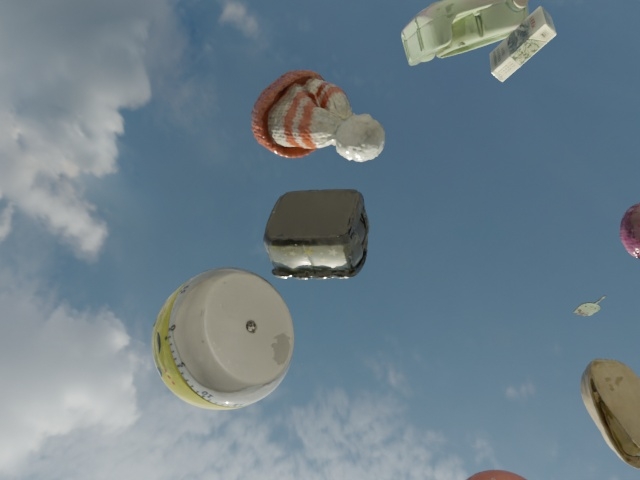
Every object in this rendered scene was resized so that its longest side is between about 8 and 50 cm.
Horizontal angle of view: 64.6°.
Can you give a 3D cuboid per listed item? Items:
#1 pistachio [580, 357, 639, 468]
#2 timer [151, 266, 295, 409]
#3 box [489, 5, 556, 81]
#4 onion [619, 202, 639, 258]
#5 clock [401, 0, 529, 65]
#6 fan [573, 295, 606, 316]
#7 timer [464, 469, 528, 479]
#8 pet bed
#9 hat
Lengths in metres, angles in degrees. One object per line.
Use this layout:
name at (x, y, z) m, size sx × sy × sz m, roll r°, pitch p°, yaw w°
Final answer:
pistachio at (0.623, 0.351, 1.053) m, size 0.152 × 0.126 × 0.223 m, roll 16°, pitch -135°, yaw -30°
timer at (-0.212, 0.201, 0.986) m, size 0.284 × 0.285 × 0.286 m, roll 0°, pitch -104°, yaw -2°
box at (0.255, -0.250, 0.646) m, size 0.024 × 0.083 × 0.054 m, roll 33°, pitch -136°, yaw -17°
onion at (0.618, -0.017, 0.957) m, size 0.115 × 0.104 × 0.115 m, roll 5°, pitch -103°, yaw -20°
clock at (0.370, -0.523, 1.214) m, size 0.323 × 0.265 × 0.109 m, roll -17°, pitch -80°, yaw 0°
fan at (0.623, 0.150, 1.160) m, size 0.055 × 0.083 × 0.004 m, roll 15°, pitch -134°, yaw -16°
timer at (0.374, 0.598, 1.038) m, size 0.229 × 0.215 × 0.230 m, roll 1°, pitch -84°, yaw 11°
pet bed at (0.000, 0.000, 1.114) m, size 0.210 × 0.159 × 0.183 m, roll -1°, pitch -137°, yaw 18°
hat at (0.004, -0.133, 0.566) m, size 0.112 × 0.094 × 0.162 m, roll -47°, pitch -141°, yaw -15°
